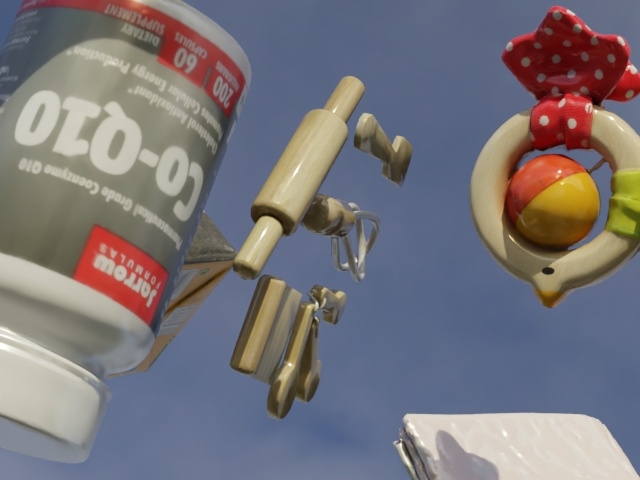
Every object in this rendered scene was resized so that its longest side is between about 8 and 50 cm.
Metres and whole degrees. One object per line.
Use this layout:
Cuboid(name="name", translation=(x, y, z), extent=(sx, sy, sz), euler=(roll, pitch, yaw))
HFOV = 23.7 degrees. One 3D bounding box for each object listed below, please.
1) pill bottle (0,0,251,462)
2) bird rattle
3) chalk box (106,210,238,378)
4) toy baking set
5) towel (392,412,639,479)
Cuboid(name="pill bottle", translation=(-0.162, -0.013, 0.972), extent=(0.161, 0.283, 0.161), euler=(17, -18, 6))
Cuboid(name="bird rattle", translation=(0.219, -0.060, 1.305), extent=(0.207, 0.143, 0.253), euler=(-39, -100, 11))
Cuboid(name="chalk box", translation=(-0.256, -0.024, 1.472), extent=(0.289, 0.180, 0.179), euler=(51, -61, 22))
Cuboid(name="toy baking set", translation=(-0.001, -0.003, 0.969), extent=(0.030, 0.256, 0.196), euler=(17, -33, 16))
Cuboid(name="towel", translation=(0.251, 0.313, 1.505), extent=(0.317, 0.332, 0.053), euler=(6, -46, -40))
